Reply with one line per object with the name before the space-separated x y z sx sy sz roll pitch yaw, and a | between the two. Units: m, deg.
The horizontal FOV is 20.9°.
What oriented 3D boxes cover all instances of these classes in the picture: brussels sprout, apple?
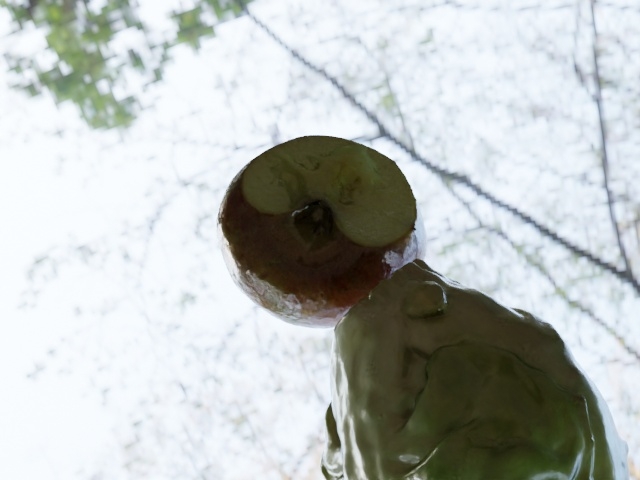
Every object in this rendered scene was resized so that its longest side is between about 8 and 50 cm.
brussels sprout | 0.118 0.183 1.447 0.243 0.273 0.316 -27 -128 -16
apple | 0.000 0.000 1.605 0.195 0.160 0.173 13 -156 3
